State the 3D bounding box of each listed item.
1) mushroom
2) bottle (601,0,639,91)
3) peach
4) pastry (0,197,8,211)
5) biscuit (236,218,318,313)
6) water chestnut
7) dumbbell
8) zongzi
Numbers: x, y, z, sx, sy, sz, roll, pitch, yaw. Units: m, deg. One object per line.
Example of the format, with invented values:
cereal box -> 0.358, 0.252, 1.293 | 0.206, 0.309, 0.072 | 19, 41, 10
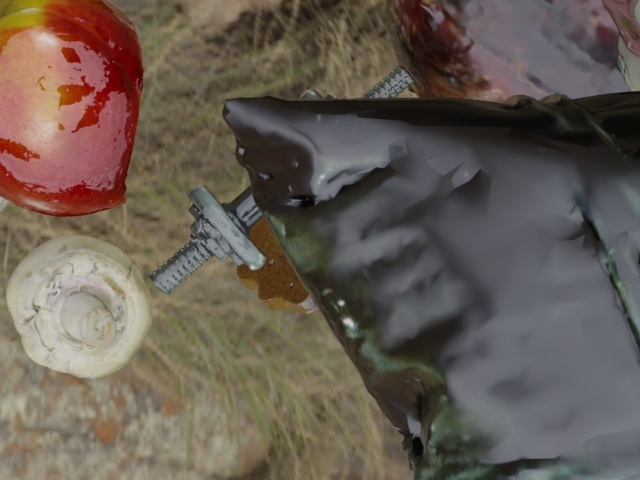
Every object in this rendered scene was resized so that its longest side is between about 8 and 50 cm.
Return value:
mushroom -> -0.251, 0.070, 1.733 | 0.154, 0.122, 0.154 | -6, 105, -22
bottle -> 0.223, -0.090, 0.874 | 0.120, 0.120, 0.253 | -37, 126, 7
peach -> -0.222, -0.119, 1.431 | 0.190, 0.190, 0.192 | -44, 119, 9
pastry -> -0.370, -0.086, 1.735 | 0.166, 0.166, 0.088 | -40, 127, 8
biscuit -> 0.002, 0.001, 1.719 | 0.182, 0.215, 0.034 | -45, 126, 1
water chestnut -> 0.210, -0.175, 1.367 | 0.351, 0.350, 0.302 | 8, 139, -11
dumbbell -> -0.029, -0.047, 1.279 | 0.254, 0.081, 0.081 | -40, 111, -1
zongzi -> 0.170, 0.104, 0.665 | 0.384, 0.319, 0.362 | -4, 78, -14
